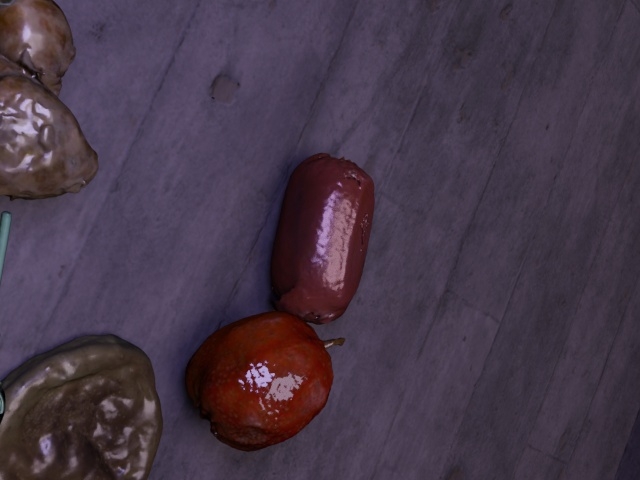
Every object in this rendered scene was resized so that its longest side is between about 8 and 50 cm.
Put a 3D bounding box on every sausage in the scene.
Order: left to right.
[{"bbox_3d":[0.000,0.000,1.446,0.152,0.152,0.280,15,87,-44],"label":"sausage"}]

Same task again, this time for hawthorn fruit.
[{"bbox_3d":[-0.074,0.199,1.377,0.253,0.205,0.205,-32,121,-19],"label":"hawthorn fruit"}]

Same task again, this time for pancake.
[{"bbox_3d":[-0.338,0.268,1.262,0.294,0.049,0.295,-11,106,-42],"label":"pancake"}]

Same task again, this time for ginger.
[{"bbox_3d":[-0.417,-0.122,1.018,0.375,0.176,0.256,-36,105,-30],"label":"ginger"}]

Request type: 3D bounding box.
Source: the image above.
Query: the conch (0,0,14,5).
[{"bbox_3d":[-0.381,-0.319,0.986,0.234,0.114,0.137,65,18,11],"label":"conch"}]

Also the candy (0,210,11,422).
[{"bbox_3d":[-0.412,0.108,1.103,0.083,0.091,0.306,-2,110,-52],"label":"candy"}]
